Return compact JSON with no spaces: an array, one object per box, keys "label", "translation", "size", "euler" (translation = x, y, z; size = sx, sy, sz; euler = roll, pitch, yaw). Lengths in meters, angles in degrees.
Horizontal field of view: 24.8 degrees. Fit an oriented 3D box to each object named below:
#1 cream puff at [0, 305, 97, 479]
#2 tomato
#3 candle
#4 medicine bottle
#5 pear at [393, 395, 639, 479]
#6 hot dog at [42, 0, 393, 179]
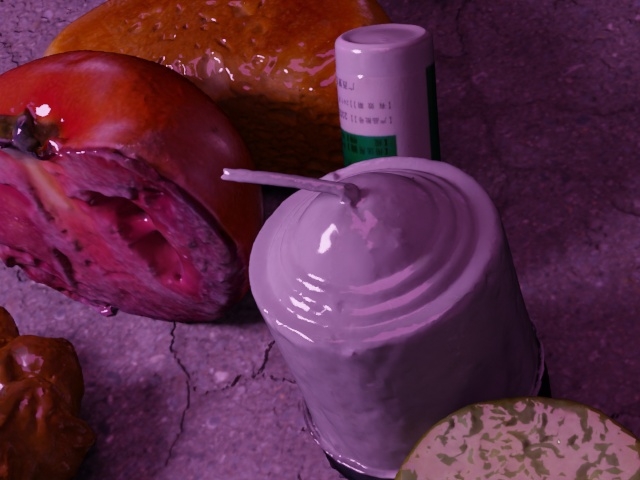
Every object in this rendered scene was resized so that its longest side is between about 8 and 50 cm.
[{"label":"cream puff","translation":[-0.335,0.179,1.358],"size":[0.241,0.155,0.269],"euler":[11,56,22]},{"label":"tomato","translation":[-0.202,-0.063,1.418],"size":[0.335,0.289,0.176],"euler":[6,53,23]},{"label":"candle","translation":[0.066,0.064,1.220],"size":[0.221,0.342,0.221],"euler":[-10,48,11]},{"label":"medicine bottle","translation":[0.068,-0.067,1.364],"size":[0.095,0.260,0.095],"euler":[-6,20,2]},{"label":"pear","translation":[0.157,0.247,1.145],"size":[0.288,0.139,0.239],"euler":[-14,75,1]},{"label":"hot dog","translation":[-0.085,-0.188,1.539],"size":[0.405,0.185,0.223],"euler":[3,54,18]}]
